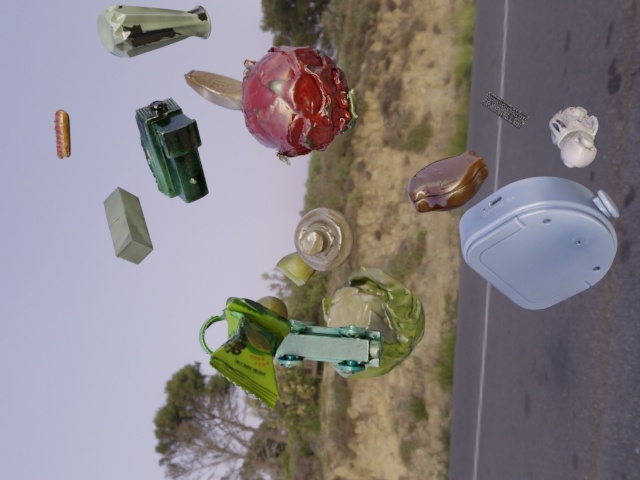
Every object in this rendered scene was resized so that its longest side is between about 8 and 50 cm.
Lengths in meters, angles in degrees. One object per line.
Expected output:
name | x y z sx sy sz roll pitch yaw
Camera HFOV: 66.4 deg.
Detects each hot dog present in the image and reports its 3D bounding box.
hot dog | -0.743 -0.304 1.407 0.038 0.062 0.144 -8 -63 -37

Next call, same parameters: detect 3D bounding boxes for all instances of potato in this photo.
potato | -0.073 0.074 1.795 0.081 0.120 0.149 -35 18 55

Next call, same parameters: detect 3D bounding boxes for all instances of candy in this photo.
candy | -0.135 0.203 0.930 0.069 0.149 0.246 -58 11 17

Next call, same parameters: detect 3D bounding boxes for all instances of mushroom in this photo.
mushroom | 0.000 0.000 1.535 0.204 0.204 0.204 4 -90 -82

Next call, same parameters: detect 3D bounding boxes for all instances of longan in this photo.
longan | -0.209 0.300 1.931 0.176 0.145 0.154 -55 2 -26

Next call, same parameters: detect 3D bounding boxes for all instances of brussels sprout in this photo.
brussels sprout | 0.210 0.335 1.903 0.361 0.425 0.342 27 -159 -48

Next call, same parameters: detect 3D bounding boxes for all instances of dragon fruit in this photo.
dragon fruit | -0.060 -0.304 1.075 0.244 0.299 0.244 -27 -45 -30

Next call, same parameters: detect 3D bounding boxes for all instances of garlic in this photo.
garlic | -0.372 -0.577 1.897 0.112 0.318 0.143 -53 23 44

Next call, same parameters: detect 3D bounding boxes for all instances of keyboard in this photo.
keyboard | 0.699 -0.498 1.862 0.060 0.195 0.018 -50 -31 11

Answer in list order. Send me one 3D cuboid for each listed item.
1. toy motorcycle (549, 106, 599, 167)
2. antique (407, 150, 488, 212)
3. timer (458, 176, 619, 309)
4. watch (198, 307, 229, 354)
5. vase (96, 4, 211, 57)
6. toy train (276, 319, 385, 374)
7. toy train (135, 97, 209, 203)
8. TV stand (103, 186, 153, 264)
toy motorcycle | 0.605 -0.259 1.185 0.254 0.113 0.112 -59 -26 -49
antique | 0.433 -0.193 1.679 0.129 0.278 0.223 59 -179 -28
timer | 0.607 -0.010 1.334 0.173 0.395 0.394 -80 -10 -48
watch | -0.281 0.296 1.498 0.152 0.165 0.131 -47 9 -24
vase | -0.549 -0.716 1.648 0.360 0.165 0.165 -27 -51 -37
toy train | 0.020 0.267 1.267 0.194 0.298 0.120 13 -101 -71
toy train | -0.433 -0.252 1.469 0.139 0.178 0.330 -31 -43 -27
TV stand | -0.622 -0.050 1.578 0.088 0.083 0.269 36 -163 -49
